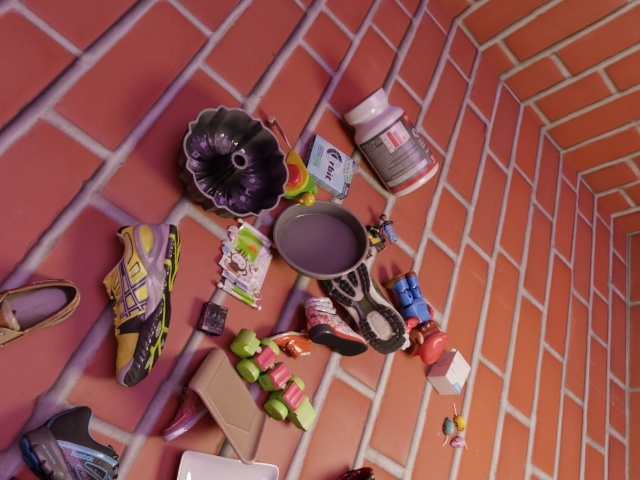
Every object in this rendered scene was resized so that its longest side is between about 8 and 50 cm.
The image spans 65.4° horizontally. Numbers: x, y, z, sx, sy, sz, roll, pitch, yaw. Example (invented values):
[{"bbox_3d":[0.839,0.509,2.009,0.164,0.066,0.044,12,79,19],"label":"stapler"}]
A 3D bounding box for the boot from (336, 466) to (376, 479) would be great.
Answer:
[{"bbox_3d":[0.171,0.794,1.426,0.377,0.138,0.284,-14,84,-36],"label":"boot"}]

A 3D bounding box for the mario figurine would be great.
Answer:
[{"bbox_3d":[0.318,0.282,1.756,0.198,0.170,0.320,-18,74,-6],"label":"mario figurine"}]

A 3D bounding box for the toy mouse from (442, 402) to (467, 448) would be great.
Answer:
[{"bbox_3d":[0.481,0.690,1.781,0.143,0.031,0.161,-23,90,-42],"label":"toy mouse"}]

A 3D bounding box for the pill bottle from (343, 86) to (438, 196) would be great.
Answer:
[{"bbox_3d":[0.255,-0.361,1.837,0.363,0.210,0.210,53,50,-13],"label":"pill bottle"}]

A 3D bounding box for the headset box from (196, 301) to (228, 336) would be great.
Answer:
[{"bbox_3d":[-0.284,0.211,1.312,0.062,0.032,0.083,27,58,-30],"label":"headset box"}]

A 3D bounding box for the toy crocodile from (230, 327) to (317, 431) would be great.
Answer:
[{"bbox_3d":[-0.120,0.374,1.343,0.115,0.105,0.340,-43,104,-40],"label":"toy crocodile"}]

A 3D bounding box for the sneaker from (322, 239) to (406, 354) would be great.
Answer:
[{"bbox_3d":[0.134,0.173,1.632,0.410,0.158,0.182,59,9,5],"label":"sneaker"}]

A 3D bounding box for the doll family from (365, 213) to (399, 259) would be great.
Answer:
[{"bbox_3d":[0.201,-0.019,1.771,0.193,0.076,0.111,-29,90,-47],"label":"doll family"}]

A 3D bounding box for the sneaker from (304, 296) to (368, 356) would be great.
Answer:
[{"bbox_3d":[0.049,0.259,1.531,0.270,0.090,0.145,32,33,-46],"label":"sneaker"}]

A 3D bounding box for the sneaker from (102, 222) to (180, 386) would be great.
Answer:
[{"bbox_3d":[-0.431,0.143,1.172,0.147,0.145,0.385,7,70,-5],"label":"sneaker"}]

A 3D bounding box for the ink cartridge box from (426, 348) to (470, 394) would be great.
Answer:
[{"bbox_3d":[0.467,0.472,1.805,0.092,0.090,0.143,53,49,-12],"label":"ink cartridge box"}]

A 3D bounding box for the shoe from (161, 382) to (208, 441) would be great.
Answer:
[{"bbox_3d":[-0.321,0.397,1.201,0.178,0.063,0.081,-32,95,-47],"label":"shoe"}]

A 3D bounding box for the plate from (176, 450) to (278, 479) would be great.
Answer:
[{"bbox_3d":[-0.242,0.664,1.183,0.278,0.045,0.277,25,60,-31],"label":"plate"}]

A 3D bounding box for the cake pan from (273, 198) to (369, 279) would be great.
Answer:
[{"bbox_3d":[0.000,0.000,1.519,0.293,0.054,0.293,5,52,-7],"label":"cake pan"}]

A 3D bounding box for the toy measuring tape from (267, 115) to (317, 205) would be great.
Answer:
[{"bbox_3d":[-0.121,-0.240,1.571,0.121,0.121,0.330,-16,69,-42],"label":"toy measuring tape"}]

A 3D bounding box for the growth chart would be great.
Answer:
[{"bbox_3d":[-0.213,0.062,1.431,0.172,0.021,0.237,30,57,-27],"label":"growth chart"}]

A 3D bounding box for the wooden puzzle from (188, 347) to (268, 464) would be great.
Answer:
[{"bbox_3d":[-0.224,0.400,1.222,0.239,0.044,0.221,56,8,-7],"label":"wooden puzzle"}]

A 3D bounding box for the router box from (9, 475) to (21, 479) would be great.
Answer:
[{"bbox_3d":[-0.559,0.638,0.905,0.309,0.081,0.243,55,50,-11],"label":"router box"}]

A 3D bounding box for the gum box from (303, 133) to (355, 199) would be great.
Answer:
[{"bbox_3d":[0.029,-0.253,1.725,0.184,0.041,0.157,30,58,-28],"label":"gum box"}]

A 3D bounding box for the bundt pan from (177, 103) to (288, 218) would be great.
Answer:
[{"bbox_3d":[-0.257,-0.206,1.418,0.331,0.124,0.331,14,67,-35],"label":"bundt pan"}]

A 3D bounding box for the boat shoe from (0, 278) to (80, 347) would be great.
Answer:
[{"bbox_3d":[-0.636,0.152,0.982,0.324,0.120,0.122,-29,94,-42],"label":"boat shoe"}]

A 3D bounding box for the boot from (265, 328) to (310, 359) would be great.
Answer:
[{"bbox_3d":[-0.089,0.300,1.429,0.158,0.059,0.085,5,77,-40],"label":"boot"}]

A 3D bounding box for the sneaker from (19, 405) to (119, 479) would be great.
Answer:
[{"bbox_3d":[-0.454,0.500,1.012,0.139,0.125,0.341,-34,100,-46],"label":"sneaker"}]
